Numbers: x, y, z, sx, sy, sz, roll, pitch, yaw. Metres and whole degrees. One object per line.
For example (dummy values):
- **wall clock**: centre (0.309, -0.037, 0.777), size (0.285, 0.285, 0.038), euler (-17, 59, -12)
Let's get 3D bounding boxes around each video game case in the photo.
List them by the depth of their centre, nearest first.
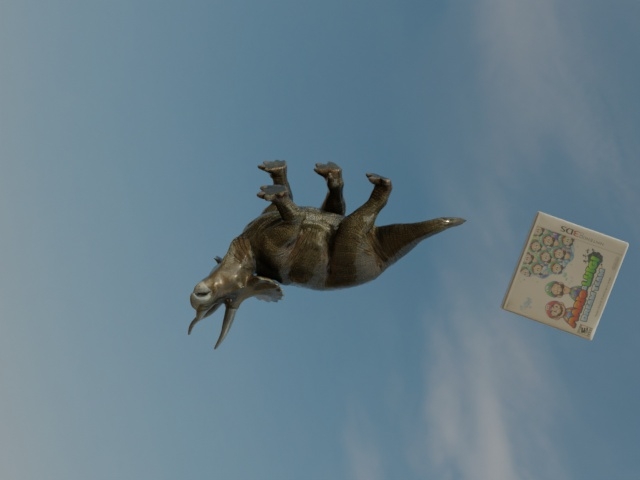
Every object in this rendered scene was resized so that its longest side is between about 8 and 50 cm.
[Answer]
- **video game case**: centre (0.365, 0.053, 0.981), size (0.143, 0.019, 0.157), euler (20, -86, 2)

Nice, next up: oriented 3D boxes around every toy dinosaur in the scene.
- **toy dinosaur**: centre (0.000, 0.000, 0.732), size (0.121, 0.313, 0.160), euler (-125, -148, -57)
